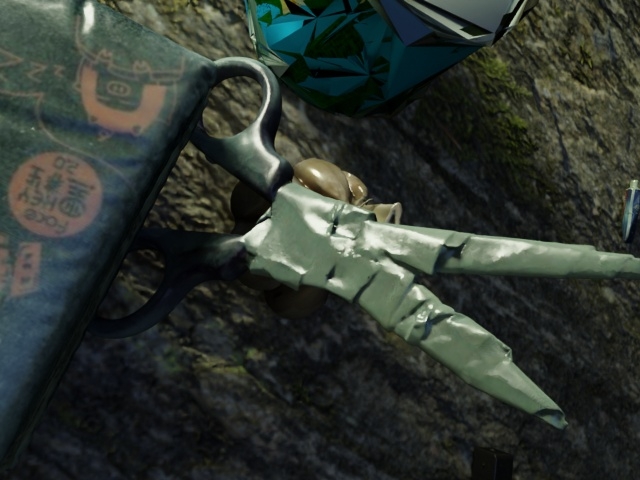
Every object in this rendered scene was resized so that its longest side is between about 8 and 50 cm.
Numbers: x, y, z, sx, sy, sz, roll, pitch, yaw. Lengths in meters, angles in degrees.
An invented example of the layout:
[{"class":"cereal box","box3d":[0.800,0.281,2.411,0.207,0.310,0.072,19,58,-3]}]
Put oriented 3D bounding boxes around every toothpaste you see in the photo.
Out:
[{"class":"toothpaste","box3d":[0.400,-0.037,0.793,0.027,0.019,0.083,10,87,-43]}]

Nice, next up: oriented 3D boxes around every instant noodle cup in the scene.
[{"class":"instant noodle cup","box3d":[0.067,-0.237,0.545,0.240,0.178,0.240,1,87,-26]}]

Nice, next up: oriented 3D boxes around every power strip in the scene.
[{"class":"power strip","box3d":[0.180,0.278,0.655,0.029,0.038,0.111,10,84,-27]}]

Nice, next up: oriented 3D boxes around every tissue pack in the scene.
[{"class":"tissue pack","box3d":[-0.239,-0.033,0.406,0.228,0.103,0.316,26,75,-8]}]

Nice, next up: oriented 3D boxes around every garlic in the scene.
[{"class":"garlic","box3d":[0.000,0.000,0.496,0.127,0.194,0.131,-16,103,-29]}]

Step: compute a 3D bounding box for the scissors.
[{"class":"scissors","box3d":[0.000,-0.003,0.415,0.256,0.383,0.029,-64,147,-13]}]
